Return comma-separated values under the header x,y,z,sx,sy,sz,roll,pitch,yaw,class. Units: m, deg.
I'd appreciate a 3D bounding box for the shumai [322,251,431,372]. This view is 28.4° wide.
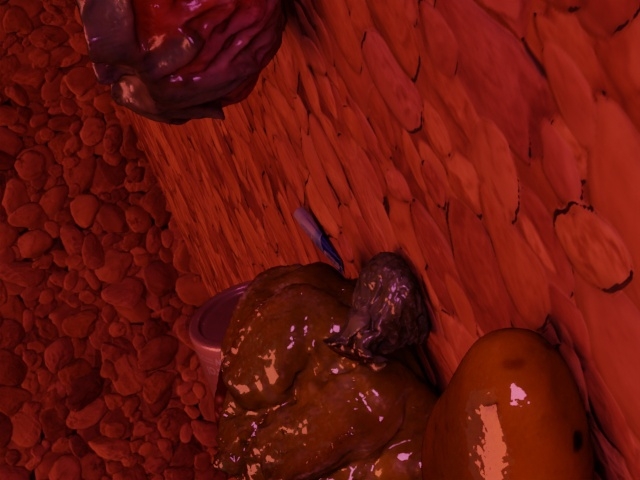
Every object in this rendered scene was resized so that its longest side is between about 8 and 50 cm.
x,y,z,sx,sy,sz,roll,pitch,yaw,class
0.037,0.057,0.957,0.083,0.080,0.082,145,103,-82,shumai

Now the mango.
x,y,z,sx,sy,sz,roll,pitch,yaw,class
0.108,0.125,0.722,0.178,0.090,0.115,103,151,-61,mango

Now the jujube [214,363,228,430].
x,y,z,sx,sy,sz,roll,pitch,yaw,class
-0.028,0.183,1.369,0.174,0.174,0.250,62,174,26,jujube

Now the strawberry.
x,y,z,sx,sy,sz,roll,pitch,yaw,class
-0.122,-0.256,0.939,0.265,0.149,0.336,71,-178,-68,strawberry

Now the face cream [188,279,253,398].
x,y,z,sx,sy,sz,roll,pitch,yaw,class
-0.075,0.128,1.540,0.149,0.149,0.104,-130,19,-60,face cream

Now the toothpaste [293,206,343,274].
x,y,z,sx,sy,sz,roll,pitch,yaw,class
0.000,0.000,1.232,0.083,0.015,0.024,53,164,34,toothpaste

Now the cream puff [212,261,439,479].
x,y,z,sx,sy,sz,roll,pitch,yaw,class
0.011,0.142,1.080,0.244,0.196,0.244,40,-174,-5,cream puff
